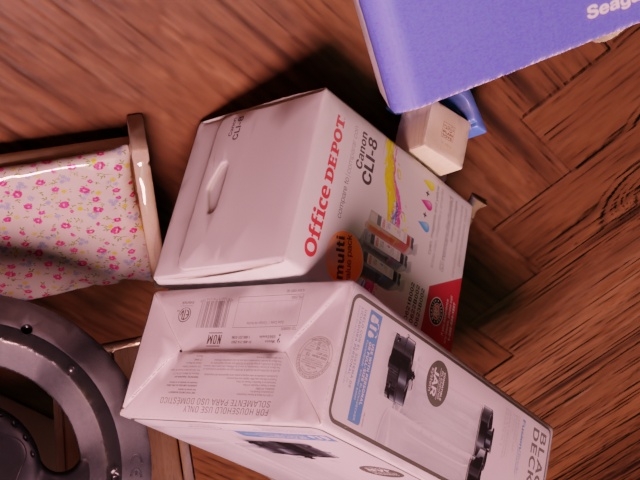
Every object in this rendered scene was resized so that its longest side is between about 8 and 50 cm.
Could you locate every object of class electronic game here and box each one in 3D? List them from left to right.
[{"bbox_3d":[-0.220,0.146,0.616,0.229,0.229,0.048,0,167,-17],"label":"electronic game"}]

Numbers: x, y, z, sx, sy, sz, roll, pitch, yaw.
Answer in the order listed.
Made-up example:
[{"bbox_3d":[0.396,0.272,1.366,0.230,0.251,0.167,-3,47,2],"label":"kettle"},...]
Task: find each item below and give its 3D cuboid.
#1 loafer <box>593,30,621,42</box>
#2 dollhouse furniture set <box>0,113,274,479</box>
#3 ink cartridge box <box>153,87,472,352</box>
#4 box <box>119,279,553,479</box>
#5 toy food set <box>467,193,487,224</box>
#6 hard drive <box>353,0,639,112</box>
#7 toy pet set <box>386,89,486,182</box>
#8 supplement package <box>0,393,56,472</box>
[{"bbox_3d":[0.234,-0.223,0.604,0.092,0.102,0.268,19,124,-25],"label":"loafer"},{"bbox_3d":[-0.146,0.047,0.695,0.303,0.174,0.356,-10,135,-8],"label":"dollhouse furniture set"},{"bbox_3d":[0.000,0.000,0.695,0.127,0.128,0.176,-9,149,42],"label":"ink cartridge box"},{"bbox_3d":[0.026,0.126,0.695,0.169,0.087,0.290,-4,153,35],"label":"box"},{"bbox_3d":[0.078,0.004,0.832,0.078,0.019,0.122,17,126,-30],"label":"toy food set"},{"bbox_3d":[0.091,-0.232,0.469,0.210,0.040,0.319,-21,129,-1],"label":"hard drive"},{"bbox_3d":[0.053,-0.081,0.732,0.122,0.065,0.114,27,155,-31],"label":"toy pet set"},{"bbox_3d":[-0.357,0.204,0.778,0.177,0.175,0.293,-36,133,16],"label":"supplement package"}]
